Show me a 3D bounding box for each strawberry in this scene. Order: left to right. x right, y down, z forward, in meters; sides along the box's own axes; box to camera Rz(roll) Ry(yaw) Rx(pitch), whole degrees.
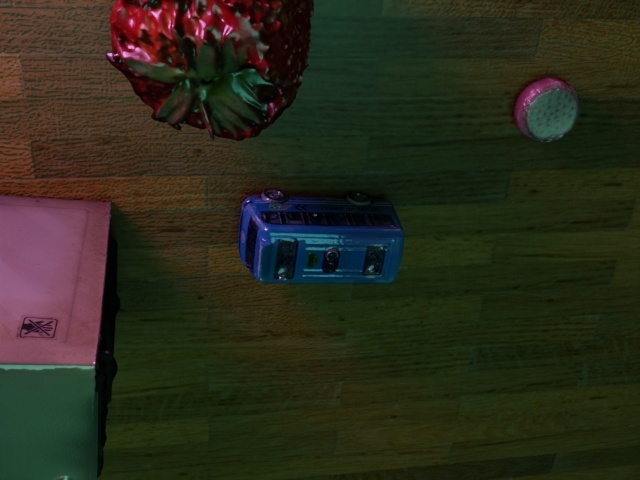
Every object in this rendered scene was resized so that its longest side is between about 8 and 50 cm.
[{"bbox_3d":[-0.123,-0.276,0.977,0.261,0.258,0.261,5,149,3],"label":"strawberry"}]

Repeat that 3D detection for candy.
[{"bbox_3d":[0.355,-0.205,1.209,0.103,0.043,0.103,-6,125,-9],"label":"candy"}]

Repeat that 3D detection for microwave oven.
[{"bbox_3d":[-0.441,0.132,1.033,0.332,0.394,0.247,4,119,-14],"label":"microwave oven"}]

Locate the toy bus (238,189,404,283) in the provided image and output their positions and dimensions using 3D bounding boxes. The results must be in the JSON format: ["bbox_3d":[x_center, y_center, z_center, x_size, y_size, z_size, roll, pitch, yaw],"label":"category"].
[{"bbox_3d":[0.000,0.000,1.204,0.246,0.134,0.114,1,120,-14],"label":"toy bus"}]
